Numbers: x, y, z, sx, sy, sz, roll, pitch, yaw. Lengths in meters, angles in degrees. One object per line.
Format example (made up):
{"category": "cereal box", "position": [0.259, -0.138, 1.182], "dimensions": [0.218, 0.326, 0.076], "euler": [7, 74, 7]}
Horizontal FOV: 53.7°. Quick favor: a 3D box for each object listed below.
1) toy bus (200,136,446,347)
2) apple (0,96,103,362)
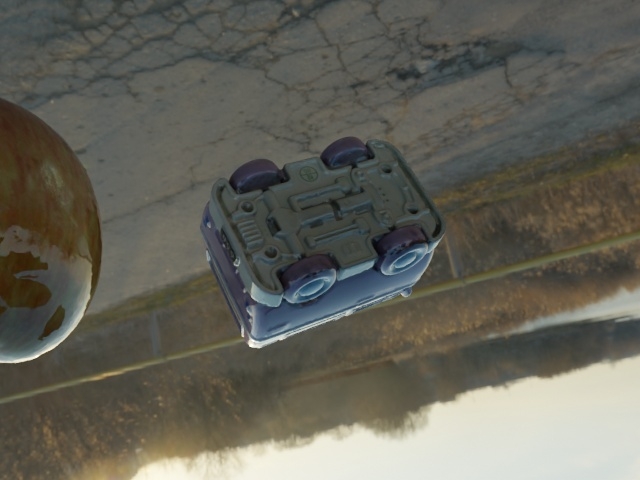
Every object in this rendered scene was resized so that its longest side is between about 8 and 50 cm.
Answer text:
{"category": "toy bus", "position": [0.000, 0.000, 0.602], "dimensions": [0.202, 0.142, 0.142], "euler": [-17, 152, -24]}
{"category": "apple", "position": [-0.184, -0.001, 0.315], "dimensions": [0.146, 0.131, 0.146], "euler": [-9, 159, -3]}
